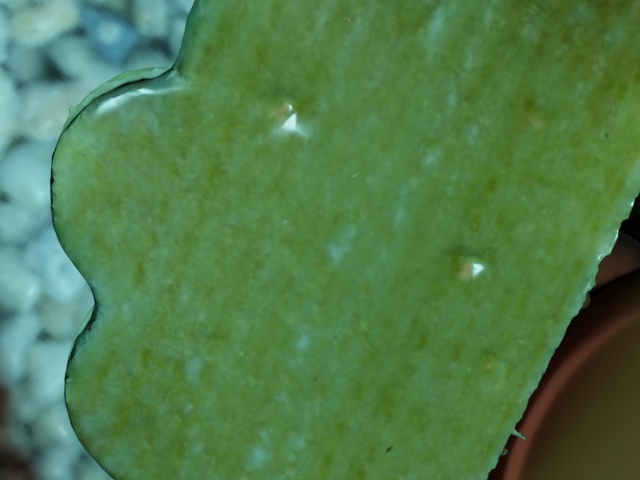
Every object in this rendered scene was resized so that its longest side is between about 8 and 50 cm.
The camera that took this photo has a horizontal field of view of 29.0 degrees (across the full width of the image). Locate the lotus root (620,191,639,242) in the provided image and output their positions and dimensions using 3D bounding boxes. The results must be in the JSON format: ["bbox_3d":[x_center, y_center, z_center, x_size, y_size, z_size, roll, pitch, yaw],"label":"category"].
[{"bbox_3d":[0.181,-0.085,0.479,0.314,0.210,0.142,34,56,5],"label":"lotus root"}]

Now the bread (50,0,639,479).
[{"bbox_3d":[0.000,0.000,0.459,0.207,0.056,0.286,27,107,-2],"label":"bread"}]

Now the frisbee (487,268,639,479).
[{"bbox_3d":[0.184,0.130,0.547,0.251,0.021,0.250,1,87,-13],"label":"frisbee"}]
